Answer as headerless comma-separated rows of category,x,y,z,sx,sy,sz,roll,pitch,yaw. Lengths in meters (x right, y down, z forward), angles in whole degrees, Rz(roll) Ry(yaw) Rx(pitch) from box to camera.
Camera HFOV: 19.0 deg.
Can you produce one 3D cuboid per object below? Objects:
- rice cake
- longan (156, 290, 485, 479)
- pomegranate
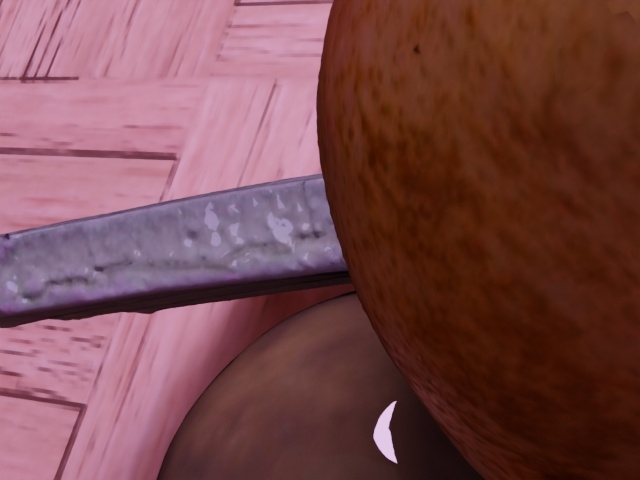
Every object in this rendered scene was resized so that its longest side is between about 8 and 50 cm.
rice cake,0.000,0.000,0.669,0.198,0.189,0.037,-9,87,35
longan,0.049,0.102,0.582,0.204,0.159,0.185,25,49,6
pomegranate,0.143,-0.041,0.441,0.319,0.319,0.319,-18,54,27
